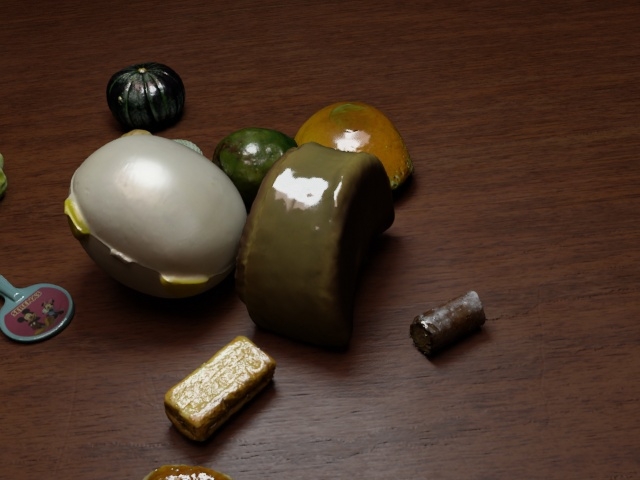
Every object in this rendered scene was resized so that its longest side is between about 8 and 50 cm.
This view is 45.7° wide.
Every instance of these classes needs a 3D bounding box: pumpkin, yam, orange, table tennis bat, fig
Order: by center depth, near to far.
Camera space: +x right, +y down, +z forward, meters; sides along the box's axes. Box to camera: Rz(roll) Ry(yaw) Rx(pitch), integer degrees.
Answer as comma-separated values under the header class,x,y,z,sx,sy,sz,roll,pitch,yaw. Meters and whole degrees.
class,x,y,z,sx,sy,sz,roll,pitch,yaw
yam,0.245,0.157,1.455,0.141,0.079,0.079,-23,44,-20
table tennis bat,-0.636,0.136,1.632,0.244,0.040,0.153,28,52,27
fig,-0.125,-0.183,1.715,0.195,0.195,0.245,19,47,27
orange,0.067,-0.217,1.849,0.263,0.196,0.334,-25,50,-1
pumpkin,-0.489,-0.408,2.133,0.221,0.161,0.220,0,40,0

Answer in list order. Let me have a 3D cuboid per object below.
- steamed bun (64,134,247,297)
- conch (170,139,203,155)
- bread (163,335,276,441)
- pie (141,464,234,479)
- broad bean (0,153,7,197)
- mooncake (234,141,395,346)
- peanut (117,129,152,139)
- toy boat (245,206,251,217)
class,x,y,z,sx,sy,sz,roll,pitch,yaw
steamed bun,-0.333,-0.049,1.572,0.374,0.334,0.334,30,47,0
conch,-0.369,-0.190,1.911,0.153,0.102,0.135,14,67,-5
bread,-0.181,0.267,1.382,0.114,0.083,0.211,33,55,30
pie,-0.214,0.482,1.141,0.315,0.092,0.315,-3,40,2
broad bean,-0.927,-0.165,1.948,0.291,0.119,0.238,13,54,25
mooncake,0.000,0.000,1.557,0.246,0.393,0.394,11,4,19
peanut,-0.489,-0.200,1.944,0.117,0.101,0.263,13,38,-9
toy boat,-0.135,-0.071,1.777,0.188,0.061,0.116,26,52,32
